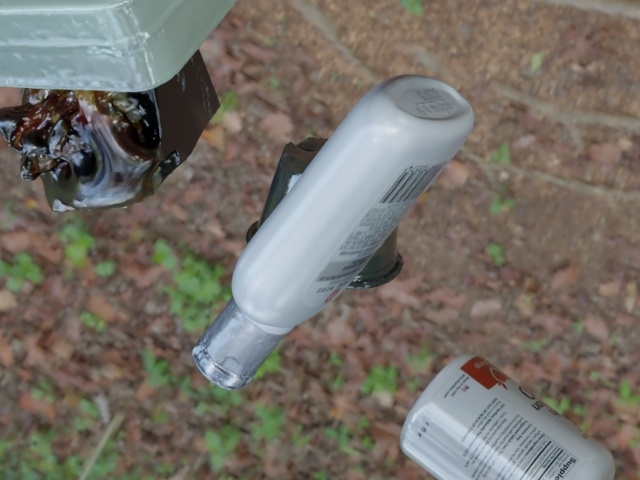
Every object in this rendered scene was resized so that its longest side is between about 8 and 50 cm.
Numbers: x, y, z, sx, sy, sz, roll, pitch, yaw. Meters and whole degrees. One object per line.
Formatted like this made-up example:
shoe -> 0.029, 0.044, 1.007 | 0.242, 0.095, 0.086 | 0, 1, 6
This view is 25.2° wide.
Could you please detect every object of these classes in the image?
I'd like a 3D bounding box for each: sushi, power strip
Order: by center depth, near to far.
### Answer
power strip -> -0.168, -0.212, 1.172 | 0.229, 0.261, 0.141 | 5, 134, 28
sushi -> -0.265, -0.139, 1.693 | 0.227, 0.212, 0.215 | 10, 147, 22

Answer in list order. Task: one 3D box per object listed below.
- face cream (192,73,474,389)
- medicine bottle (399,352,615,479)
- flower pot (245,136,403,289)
face cream -> 0.000, 0.000, 1.087 | 0.071, 0.144, 0.291 | 46, 119, 15
medicine bottle -> 0.250, 0.276, 1.750 | 0.289, 0.157, 0.157 | 36, 148, 20
flower pot -> 0.013, -0.033, 1.390 | 0.157, 0.157, 0.106 | 18, 117, 12
